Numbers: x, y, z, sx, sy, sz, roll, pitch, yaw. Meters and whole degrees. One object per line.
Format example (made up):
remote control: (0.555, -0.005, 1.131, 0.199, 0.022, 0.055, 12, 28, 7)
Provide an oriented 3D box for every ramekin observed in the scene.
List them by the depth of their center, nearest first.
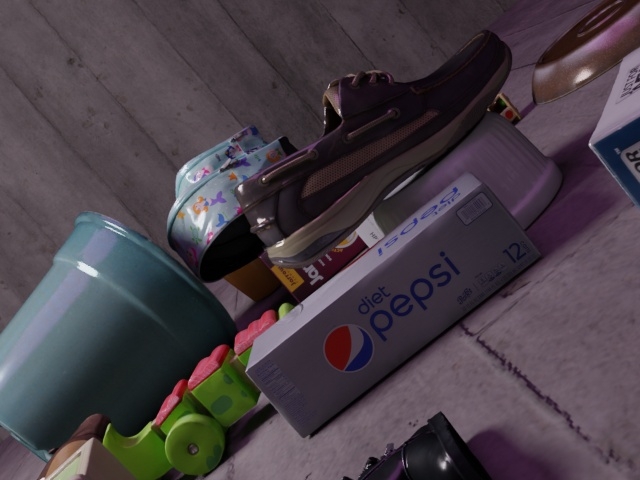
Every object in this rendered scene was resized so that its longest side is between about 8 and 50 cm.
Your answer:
ramekin: (0.154, -0.054, 0.942, 0.207, 0.109, 0.207, -39, 9, 7)

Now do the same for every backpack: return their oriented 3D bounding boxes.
backpack: (-0.143, -0.054, 1.420, 0.253, 0.191, 0.225, -41, -14, -23)

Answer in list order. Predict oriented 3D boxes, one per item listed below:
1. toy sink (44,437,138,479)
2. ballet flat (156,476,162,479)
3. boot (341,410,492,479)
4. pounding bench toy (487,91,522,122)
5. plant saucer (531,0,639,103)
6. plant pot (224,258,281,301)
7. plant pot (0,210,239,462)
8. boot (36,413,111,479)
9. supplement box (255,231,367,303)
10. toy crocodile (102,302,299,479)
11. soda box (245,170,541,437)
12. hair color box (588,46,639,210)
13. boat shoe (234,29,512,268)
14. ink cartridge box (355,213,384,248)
toy sink: (-0.232, 0.295, 0.764, 0.153, 0.131, 0.234, -42, 9, -8)
ballet flat: (-0.254, 0.303, 1.079, 0.188, 0.070, 0.070, -32, 11, 29)
boot: (0.052, 0.157, 0.524, 0.099, 0.045, 0.121, -38, 1, 0)
pounding bench toy: (0.265, -0.206, 1.322, 0.065, 0.083, 0.052, -43, 8, -10)
plant saucer: (0.444, -0.327, 1.289, 0.311, 0.050, 0.310, -39, 10, 8)
plant pot: (-0.141, 0.010, 1.643, 0.205, 0.188, 0.205, -39, 8, 7)
plant pot: (-0.364, 0.190, 1.348, 0.334, 0.341, 0.341, -54, 13, -23)
boot: (-0.326, 0.339, 1.002, 0.248, 0.090, 0.207, -57, 9, -1)
supplement box: (0.000, 0.000, 1.358, 0.188, 0.104, 0.081, -42, 9, -3)
toy crocodile: (-0.099, 0.161, 0.961, 0.341, 0.105, 0.115, -39, 9, 7)
soda box: (0.065, 0.059, 0.813, 0.286, 0.091, 0.098, -39, 8, 9)
hair color box: (0.356, -0.143, 0.523, 0.347, 0.105, 0.174, -33, 11, 39)
boat shoe: (0.058, -0.122, 0.895, 0.355, 0.130, 0.132, -43, 9, -13)
ink cartridge box: (0.082, -0.049, 1.246, 0.060, 0.104, 0.180, -37, 9, 23)
